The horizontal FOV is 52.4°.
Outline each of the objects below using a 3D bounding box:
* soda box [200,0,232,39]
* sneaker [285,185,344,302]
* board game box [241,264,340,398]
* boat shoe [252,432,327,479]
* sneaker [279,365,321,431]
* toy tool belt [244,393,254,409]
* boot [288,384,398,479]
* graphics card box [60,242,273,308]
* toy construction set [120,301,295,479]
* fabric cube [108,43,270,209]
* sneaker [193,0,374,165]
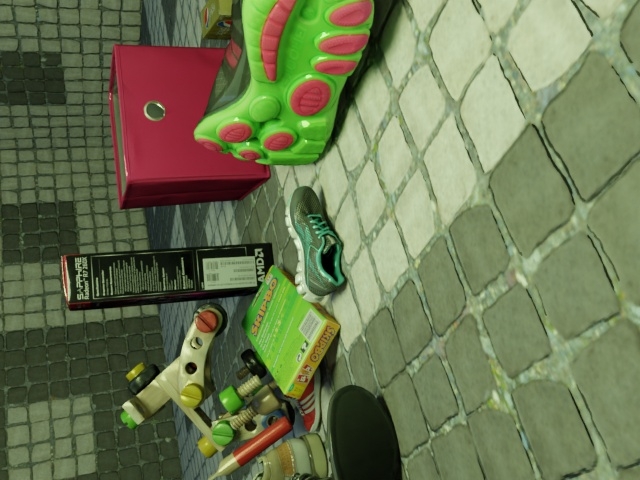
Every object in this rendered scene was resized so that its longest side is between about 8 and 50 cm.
[{"bbox_3d":[-0.190,-0.447,1.285,0.181,0.061,0.058,-173,79,-69],"label":"soda box"},{"bbox_3d":[0.000,0.000,0.909,0.076,0.064,0.167,-21,78,52],"label":"sneaker"},{"bbox_3d":[-0.058,0.133,1.033,0.124,0.039,0.259,-61,29,4],"label":"board game box"},{"bbox_3d":[-0.071,0.433,1.112,0.113,0.103,0.302,-116,29,-45],"label":"boat shoe"},{"bbox_3d":[-0.035,0.251,1.025,0.042,0.066,0.119,-143,52,-64],"label":"sneaker"},{"bbox_3d":[-0.151,0.341,1.376,0.083,0.051,0.052,-147,55,-64],"label":"toy tool belt"},{"bbox_3d":[0.013,0.325,0.844,0.229,0.091,0.263,-27,71,59],"label":"boot"},{"bbox_3d":[-0.294,0.071,1.246,0.232,0.370,0.094,155,109,-67],"label":"graphics card box"},{"bbox_3d":[-0.186,0.273,1.032,0.258,0.237,0.309,57,174,-21],"label":"toy construction set"},{"bbox_3d":[-0.264,-0.210,1.262,0.259,0.258,0.254,159,106,-69],"label":"fabric cube"},{"bbox_3d":[-0.046,-0.244,0.855,0.483,0.185,0.202,138,142,-61],"label":"sneaker"}]
